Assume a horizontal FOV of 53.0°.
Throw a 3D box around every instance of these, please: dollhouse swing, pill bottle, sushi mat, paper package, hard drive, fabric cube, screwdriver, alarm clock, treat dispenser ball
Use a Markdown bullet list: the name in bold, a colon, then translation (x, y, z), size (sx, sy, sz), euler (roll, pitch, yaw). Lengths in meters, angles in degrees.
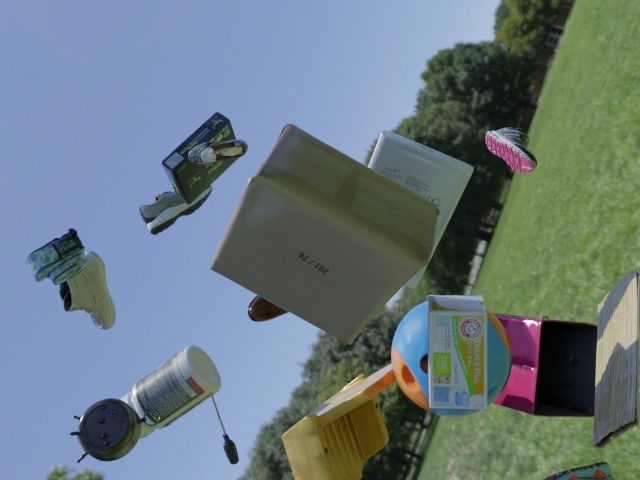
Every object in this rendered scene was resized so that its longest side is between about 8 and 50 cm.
- **dollhouse swing**: translation (0.128, 0.513, 1.722), size (0.347, 0.305, 0.315), euler (-14, -95, -62)
- **pill bottle**: translation (-0.450, 0.450, 1.896), size (0.283, 0.161, 0.161), euler (-35, -9, 7)
- **sushi mat**: translation (0.557, 0.217, 1.205), size (0.151, 0.019, 0.316), euler (100, -172, -57)
- **paper package**: translation (0.000, 0.000, 1.188), size (0.309, 0.325, 0.168), euler (-57, 6, 47)
- **hard drive**: translation (0.173, -0.061, 1.390), size (0.040, 0.203, 0.307), euler (-57, -11, -59)
- **fabric cube**: translation (0.601, 0.345, 1.820), size (0.258, 0.254, 0.259), euler (-1, 81, 61)
- **screwdriver**: translation (-0.194, 0.370, 1.260), size (0.025, 0.024, 0.170), euler (-35, -63, -36)
- **alarm clock**: translation (-0.448, 0.410, 1.418), size (0.064, 0.192, 0.129), euler (92, 162, -58)
- **treat dispenser ball**: translation (0.315, 0.279, 1.554), size (0.288, 0.288, 0.288), euler (20, -90, -78)

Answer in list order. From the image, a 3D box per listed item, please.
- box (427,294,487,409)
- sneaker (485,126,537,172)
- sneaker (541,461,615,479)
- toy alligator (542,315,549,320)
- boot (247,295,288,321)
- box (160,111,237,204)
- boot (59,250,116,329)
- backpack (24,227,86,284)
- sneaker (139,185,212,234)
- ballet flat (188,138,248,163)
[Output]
- **box**: translation (0.269, 0.217, 1.265), size (0.103, 0.114, 0.203), euler (-56, -37, -74)
- **sneaker**: translation (0.430, -0.205, 1.397), size (0.170, 0.075, 0.063), euler (-121, 8, -56)
- **sneaker**: translation (0.586, 0.581, 1.447), size (0.104, 0.262, 0.125), euler (-57, 43, 47)
- **toy alligator**: translation (0.710, 0.339, 2.109), size (0.190, 0.056, 0.051), euler (-66, -16, -12)
- **boot**: translation (-0.060, 0.177, 1.967), size (0.280, 0.264, 0.096), euler (-18, 83, 57)
- **box**: translation (-0.346, -0.239, 1.890), size (0.233, 0.059, 0.183), euler (-46, -21, -19)
- **boot**: translation (-0.626, 0.157, 1.696), size (0.123, 0.095, 0.258), euler (-41, -40, -44)
- **backpack**: translation (-0.556, 0.044, 1.356), size (0.114, 0.084, 0.105), euler (-30, -5, -29)
- **sneaker**: translation (-0.460, -0.126, 2.069), size (0.271, 0.108, 0.100), euler (-35, -5, -38)
- **ballet flat**: translation (-0.191, -0.167, 1.207), size (0.041, 0.114, 0.041), euler (167, 90, -80)
